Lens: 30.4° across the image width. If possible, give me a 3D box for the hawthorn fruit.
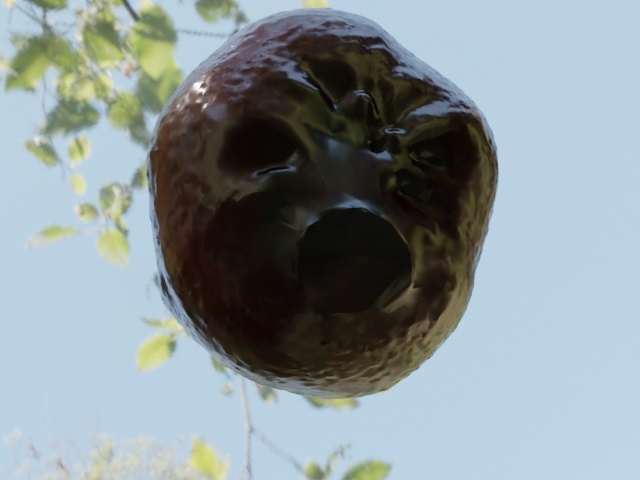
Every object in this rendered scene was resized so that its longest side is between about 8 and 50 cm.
[{"bbox_3d":[0.000,0.000,0.745,0.210,0.230,0.266,6,-30,0],"label":"hawthorn fruit"}]
